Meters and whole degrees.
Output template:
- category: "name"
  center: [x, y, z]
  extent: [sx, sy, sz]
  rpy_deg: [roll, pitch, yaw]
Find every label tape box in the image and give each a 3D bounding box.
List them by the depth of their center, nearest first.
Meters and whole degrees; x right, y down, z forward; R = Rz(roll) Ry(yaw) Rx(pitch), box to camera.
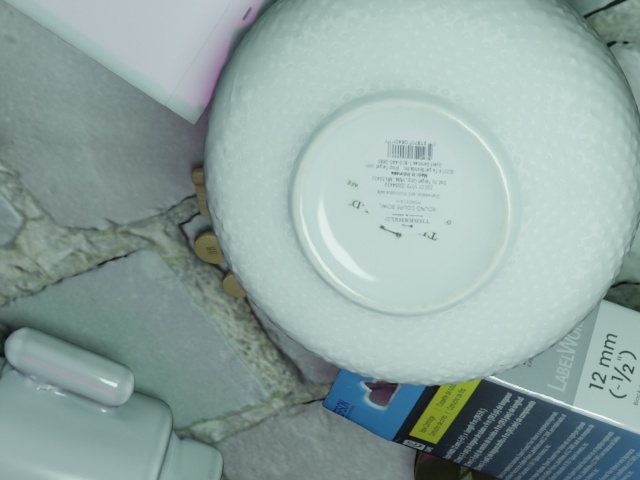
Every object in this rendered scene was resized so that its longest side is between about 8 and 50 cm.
- category: "label tape box"
  center: [0.193, 0.131, 1.700]
  extent: [0.347, 0.115, 0.249]
  rpy_deg: [21, 158, 0]

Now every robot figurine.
- category: "robot figurine"
  center: [-0.277, 0.222, 1.917]
  extent: [0.353, 0.200, 0.300]
  rpy_deg: [19, 116, -5]

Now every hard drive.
- category: "hard drive"
  center: [-0.172, -0.256, 1.515]
  extent: [0.307, 0.040, 0.203]
  rpy_deg: [33, 110, -6]

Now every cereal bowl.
- category: "cereal bowl"
  center: [0.069, -0.041, 1.455]
  extent: [0.338, 0.141, 0.339]
  rpy_deg: [3, 108, 11]

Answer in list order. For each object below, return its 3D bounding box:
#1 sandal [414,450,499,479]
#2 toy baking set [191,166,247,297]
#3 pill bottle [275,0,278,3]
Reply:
- category: "sandal"
  center: [0.123, 0.177, 1.901]
  extent: [0.090, 0.060, 0.219]
  rpy_deg: [-12, 113, 13]
- category: "toy baking set"
  center: [0.001, -0.005, 1.782]
  extent: [0.256, 0.030, 0.197]
  rpy_deg: [17, 135, -3]
- category: "pill bottle"
  center: [0.033, -0.160, 1.583]
  extent: [0.193, 0.108, 0.108]
  rpy_deg: [-11, 128, 20]
